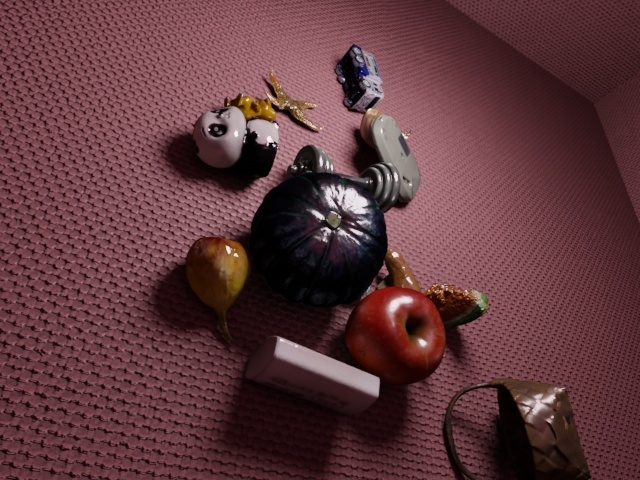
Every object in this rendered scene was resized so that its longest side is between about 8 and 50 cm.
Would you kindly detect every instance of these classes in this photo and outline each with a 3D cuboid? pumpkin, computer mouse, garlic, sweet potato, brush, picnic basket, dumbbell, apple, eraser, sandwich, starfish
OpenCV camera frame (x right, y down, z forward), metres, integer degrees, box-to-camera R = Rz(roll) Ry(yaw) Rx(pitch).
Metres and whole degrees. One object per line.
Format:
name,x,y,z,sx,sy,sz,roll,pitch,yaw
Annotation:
pumpkin,0.000,0.000,1.152,0.364,0.266,0.362,8,64,-18
computer mouse,0.260,-0.288,1.575,0.330,0.095,0.197,61,37,-20
garlic,0.223,-0.401,1.662,0.207,0.115,0.128,20,87,-34
sweet potato,0.268,0.193,1.330,0.096,0.106,0.354,-16,70,-18
brush,0.223,0.121,1.401,0.034,0.028,0.190,53,41,0
picnic basket,0.503,0.530,1.203,0.338,0.337,0.292,6,66,-30
dumbbell,0.081,-0.187,1.393,0.407,0.179,0.179,7,59,-30
apple,0.193,0.253,1.170,0.261,0.216,0.260,12,63,-24
eraser,-0.020,0.317,1.023,0.270,0.174,0.094,28,49,-16
sandwich,0.415,0.190,1.379,0.159,0.185,0.109,51,41,-1
starfish,-0.091,-0.481,1.549,0.248,0.050,0.138,31,49,-23

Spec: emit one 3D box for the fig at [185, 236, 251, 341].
fig,-0.233,0.116,1.051,0.159,0.159,0.256,-8,87,-36

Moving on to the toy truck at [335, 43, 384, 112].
toy truck,0.169,-0.636,1.758,0.156,0.124,0.267,9,57,-34

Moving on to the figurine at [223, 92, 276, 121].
figurine,-0.212,-0.396,1.400,0.176,0.122,0.122,-11,98,-47

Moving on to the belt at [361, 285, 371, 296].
belt,0.100,0.108,1.305,0.105,0.058,0.139,13,57,-22

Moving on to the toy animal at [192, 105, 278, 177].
toy animal,-0.242,-0.279,1.246,0.235,0.165,0.187,18,42,-23
